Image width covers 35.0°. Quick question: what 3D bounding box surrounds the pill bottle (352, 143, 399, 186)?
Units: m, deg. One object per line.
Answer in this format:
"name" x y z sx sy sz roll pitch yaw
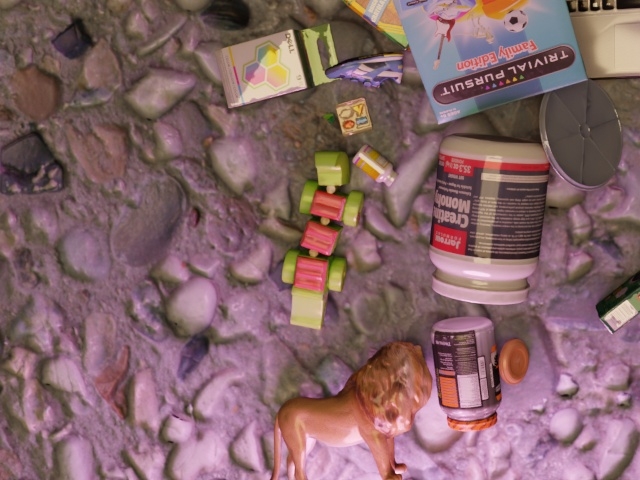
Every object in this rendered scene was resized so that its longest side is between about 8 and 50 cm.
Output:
"pill bottle" 0.101 -0.135 1.848 0.083 0.043 0.043 39 104 3

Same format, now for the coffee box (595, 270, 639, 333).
"coffee box" 0.562 0.082 1.759 0.184 0.113 0.040 -41 89 13

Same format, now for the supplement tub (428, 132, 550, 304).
"supplement tub" 0.288 -0.042 1.751 0.191 0.191 0.272 6 100 10

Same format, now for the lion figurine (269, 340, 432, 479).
"lion figurine" 0.033 0.338 1.897 0.392 0.142 0.240 -16 89 18

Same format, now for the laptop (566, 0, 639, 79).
"laptop" 0.518 -0.443 1.566 0.382 0.236 0.408 1 106 22

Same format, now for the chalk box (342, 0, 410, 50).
"chalk box" 0.111 -0.442 1.748 0.213 0.132 0.132 38 105 2

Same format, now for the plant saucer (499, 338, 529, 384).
"plant saucer" 0.354 0.220 1.842 0.013 0.083 0.083 3 102 47

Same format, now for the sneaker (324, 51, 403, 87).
"sneaker" 0.080 -0.299 1.816 0.144 0.053 0.059 -7 108 5

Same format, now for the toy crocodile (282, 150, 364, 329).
"toy crocodile" 0.000 0.000 1.860 0.115 0.105 0.340 15 103 9

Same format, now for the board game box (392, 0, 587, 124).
"board game box" 0.254 -0.375 1.606 0.254 0.079 0.336 -16 121 17

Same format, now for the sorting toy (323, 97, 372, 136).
"sorting toy" 0.048 -0.222 1.860 0.083 0.012 0.062 -14 97 13

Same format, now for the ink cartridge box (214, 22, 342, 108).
"ink cartridge box" -0.076 -0.317 1.843 0.209 0.062 0.109 -12 96 13

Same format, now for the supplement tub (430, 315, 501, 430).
"supplement tub" 0.266 0.241 1.842 0.117 0.117 0.190 -5 99 12

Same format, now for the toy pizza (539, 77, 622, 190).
"toy pizza" 0.437 -0.183 1.723 0.032 0.201 0.201 -13 99 55
